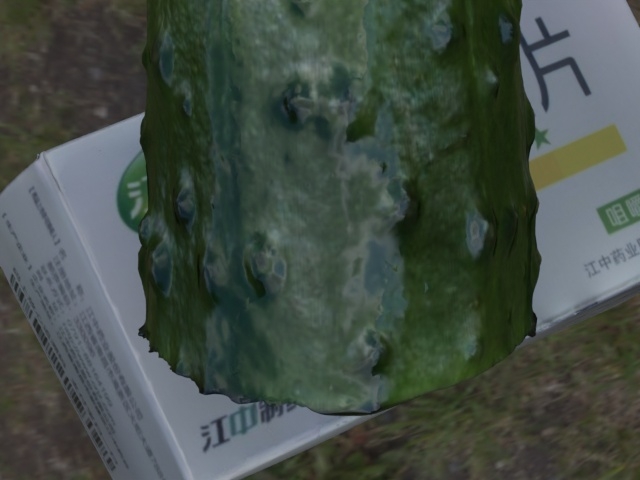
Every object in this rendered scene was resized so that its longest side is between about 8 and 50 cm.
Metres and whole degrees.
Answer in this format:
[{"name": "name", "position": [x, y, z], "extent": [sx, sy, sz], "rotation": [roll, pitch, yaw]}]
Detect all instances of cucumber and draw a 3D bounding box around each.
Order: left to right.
[{"name": "cucumber", "position": [0.003, -0.074, 0.545], "extent": [0.134, 0.134, 0.244], "rotation": [8, 111, 22]}]

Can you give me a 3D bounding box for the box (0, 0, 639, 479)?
[{"name": "box", "position": [0.019, -0.003, 0.885], "extent": [0.332, 0.145, 0.173], "rotation": [-23, 82, -19]}]
